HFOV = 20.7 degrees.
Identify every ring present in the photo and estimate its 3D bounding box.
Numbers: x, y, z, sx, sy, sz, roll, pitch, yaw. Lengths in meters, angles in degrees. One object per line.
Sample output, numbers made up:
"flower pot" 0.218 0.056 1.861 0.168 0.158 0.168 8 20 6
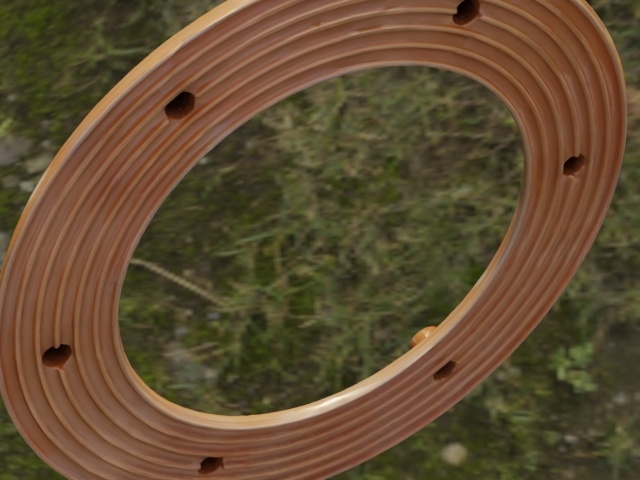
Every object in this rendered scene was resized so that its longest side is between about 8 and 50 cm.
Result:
"ring" 0.000 0.000 0.841 0.337 0.032 0.336 -19 137 -19
